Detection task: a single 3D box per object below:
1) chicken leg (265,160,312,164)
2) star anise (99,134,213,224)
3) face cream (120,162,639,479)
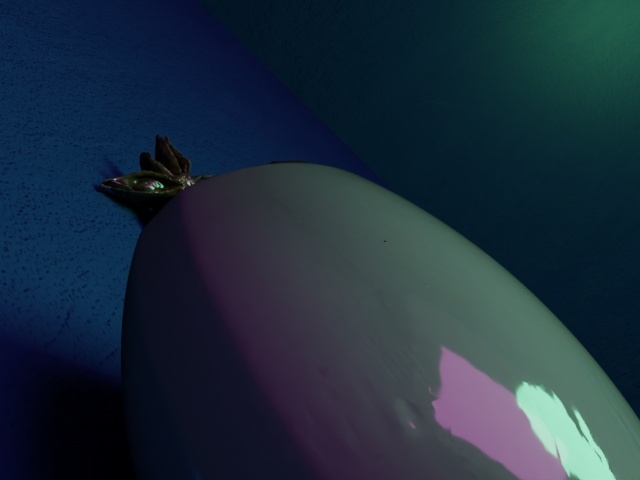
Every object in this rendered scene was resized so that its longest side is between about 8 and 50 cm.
[{"bbox_3d":[-0.009,-0.003,1.051,0.211,0.140,0.361,62,-10,-28],"label":"chicken leg"},{"bbox_3d":[-0.128,-0.028,0.889,0.129,0.056,0.124,47,35,-9],"label":"star anise"},{"bbox_3d":[0.051,0.129,0.491,0.312,0.219,0.357,33,16,-49],"label":"face cream"}]
